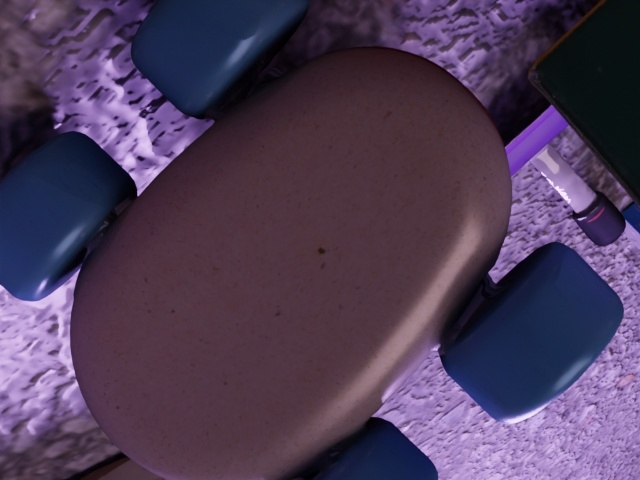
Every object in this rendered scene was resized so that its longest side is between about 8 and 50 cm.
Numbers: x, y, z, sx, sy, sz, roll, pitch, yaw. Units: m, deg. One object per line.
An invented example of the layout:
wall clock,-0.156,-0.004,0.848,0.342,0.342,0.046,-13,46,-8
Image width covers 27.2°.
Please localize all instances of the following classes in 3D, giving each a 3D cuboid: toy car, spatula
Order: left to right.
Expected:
toy car,0.000,0.000,0.630,0.210,0.219,0.238,-46,180,13
spatula,0.170,-0.036,0.901,0.084,0.030,0.296,-43,152,8

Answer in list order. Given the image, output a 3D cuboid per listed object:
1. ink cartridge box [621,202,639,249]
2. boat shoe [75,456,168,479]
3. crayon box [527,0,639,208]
ink cartridge box,0.279,-0.029,1.042,0.083,0.028,0.048,-40,152,0
boat shoe,-0.168,0.211,0.790,0.285,0.089,0.104,-23,148,-27
crayon box,0.261,-0.145,0.608,0.313,0.106,0.363,-42,175,16
